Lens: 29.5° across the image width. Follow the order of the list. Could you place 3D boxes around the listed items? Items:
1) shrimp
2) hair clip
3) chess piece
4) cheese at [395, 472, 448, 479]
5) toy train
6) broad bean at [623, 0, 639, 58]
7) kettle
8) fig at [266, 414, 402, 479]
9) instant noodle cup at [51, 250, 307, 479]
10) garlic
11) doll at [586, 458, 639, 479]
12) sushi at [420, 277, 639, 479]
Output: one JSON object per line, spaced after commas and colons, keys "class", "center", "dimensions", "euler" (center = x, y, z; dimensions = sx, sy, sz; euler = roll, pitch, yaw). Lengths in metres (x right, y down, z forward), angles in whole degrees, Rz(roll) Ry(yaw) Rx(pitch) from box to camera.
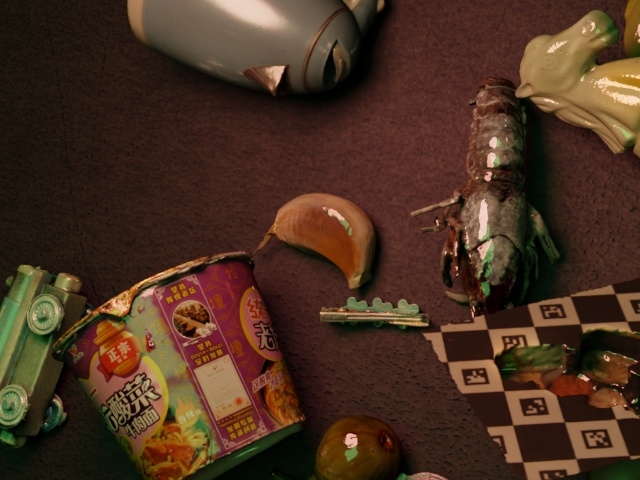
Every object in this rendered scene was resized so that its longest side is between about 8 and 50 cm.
{"class": "shrimp", "center": [0.239, -0.040, 1.732], "dimensions": [0.222, 0.166, 0.410], "euler": [7, 86, -3]}
{"class": "hair clip", "center": [0.082, 0.108, 1.824], "dimensions": [0.173, 0.049, 0.049], "euler": [2, 80, 18]}
{"class": "chess piece", "center": [0.410, -0.199, 1.658], "dimensions": [0.298, 0.176, 0.175], "euler": [36, 94, 16]}
{"class": "cheese", "center": [0.177, 0.399, 1.721], "dimensions": [0.191, 0.042, 0.105], "euler": [30, 93, 23]}
{"class": "toy train", "center": [-0.495, 0.185, 2.017], "dimensions": [0.194, 0.120, 0.298], "euler": [19, 87, 30]}
{"class": "broad bean", "center": [0.491, -0.295, 1.714], "dimensions": [0.124, 0.082, 0.174], "euler": [-3, 76, 21]}
{"class": "kettle", "center": [-0.072, -0.376, 1.910], "dimensions": [0.342, 0.247, 0.319], "euler": [28, 65, 18]}
{"class": "fig", "center": [0.010, 0.332, 1.779], "dimensions": [0.236, 0.124, 0.124], "euler": [-25, 70, 32]}
{"class": "instant noodle cup", "center": [-0.190, 0.209, 1.779], "dimensions": [0.340, 0.340, 0.266], "euler": [-31, 77, 14]}
{"class": "garlic", "center": [-0.006, -0.011, 1.867], "dimensions": [0.198, 0.090, 0.128], "euler": [18, 98, 21]}
{"class": "doll", "center": [0.505, 0.353, 1.498], "dimensions": [0.371, 0.226, 0.215], "euler": [-2, 113, 18]}
{"class": "sushi", "center": [0.342, 0.194, 1.551], "dimensions": [0.340, 0.068, 0.320], "euler": [-12, 35, -15]}
